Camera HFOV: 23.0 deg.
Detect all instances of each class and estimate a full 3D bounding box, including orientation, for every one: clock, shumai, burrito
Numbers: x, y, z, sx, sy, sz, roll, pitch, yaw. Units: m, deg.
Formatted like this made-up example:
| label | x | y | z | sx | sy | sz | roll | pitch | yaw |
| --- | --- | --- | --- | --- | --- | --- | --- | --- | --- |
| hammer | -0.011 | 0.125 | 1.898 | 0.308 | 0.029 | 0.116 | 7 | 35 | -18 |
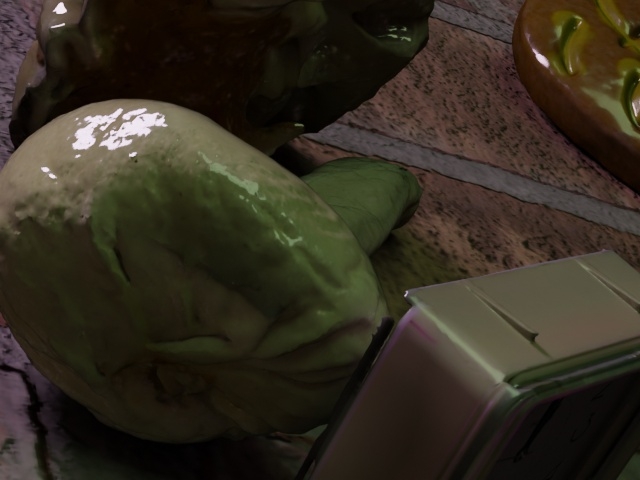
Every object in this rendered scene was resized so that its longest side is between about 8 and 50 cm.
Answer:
| label | x | y | z | sx | sy | sz | roll | pitch | yaw |
| --- | --- | --- | --- | --- | --- | --- | --- | --- | --- |
| clock | 0.082 | 0.087 | 0.725 | 0.071 | 0.147 | 0.192 | 42 | 28 | 27 |
| shumai | -0.101 | -0.170 | 0.910 | 0.262 | 0.267 | 0.314 | -42 | 110 | -50 |
| burrito | 0.000 | 0.000 | 0.905 | 0.082 | 0.059 | 0.275 | 19 | 23 | 15 |

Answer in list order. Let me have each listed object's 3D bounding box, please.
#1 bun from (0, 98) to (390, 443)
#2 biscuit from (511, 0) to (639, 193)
| label | x | y | z | sx | sy | sz | roll | pitch | yaw |
| --- | --- | --- | --- | --- | --- | --- | --- | --- | --- |
| bun | -0.063 | 0.024 | 0.697 | 0.188 | 0.164 | 0.111 | 37 | 44 | -11 |
| biscuit | 0.362 | -0.130 | 1.399 | 0.394 | 0.070 | 0.350 | 34 | 41 | 13 |
